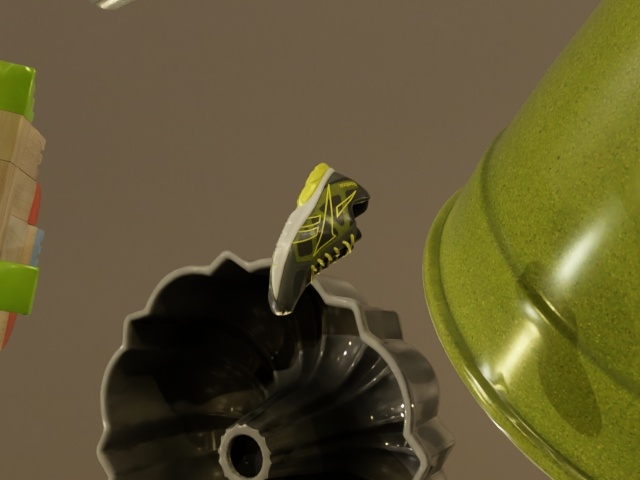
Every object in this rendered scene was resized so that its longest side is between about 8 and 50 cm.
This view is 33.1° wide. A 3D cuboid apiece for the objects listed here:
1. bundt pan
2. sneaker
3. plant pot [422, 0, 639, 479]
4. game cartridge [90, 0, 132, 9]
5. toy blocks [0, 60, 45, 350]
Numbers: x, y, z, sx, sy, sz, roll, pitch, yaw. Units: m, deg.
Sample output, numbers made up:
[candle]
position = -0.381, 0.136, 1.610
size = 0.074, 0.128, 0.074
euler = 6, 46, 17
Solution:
[bundt pan]
position = -0.028, 0.170, 0.906
size = 0.331, 0.331, 0.124
euler = -40, -19, 29
[sneaker]
position = 0.000, 0.000, 0.510
size = 0.035, 0.083, 0.031
euler = 19, -27, 5
[plant pot]
position = 0.289, -0.063, 0.602
size = 0.366, 0.366, 0.353
euler = 8, -51, -17
[game cartridge]
position = -0.100, -0.332, 0.898
size = 0.062, 0.297, 0.198
euler = 33, -28, -31
[toy blocks]
position = -0.376, 0.016, 1.158
size = 0.190, 0.381, 0.261
euler = 12, -5, -4
